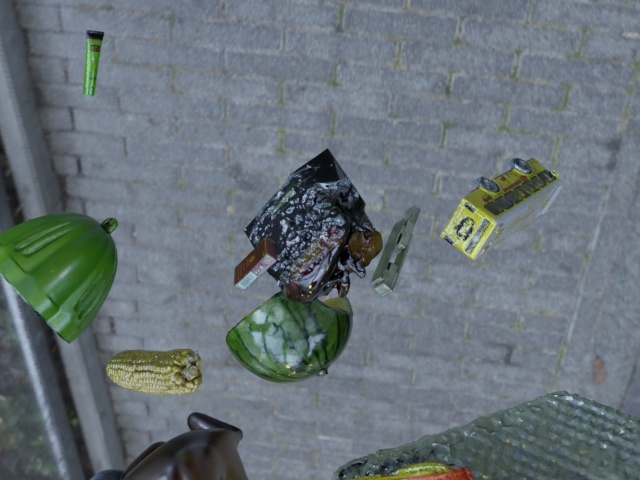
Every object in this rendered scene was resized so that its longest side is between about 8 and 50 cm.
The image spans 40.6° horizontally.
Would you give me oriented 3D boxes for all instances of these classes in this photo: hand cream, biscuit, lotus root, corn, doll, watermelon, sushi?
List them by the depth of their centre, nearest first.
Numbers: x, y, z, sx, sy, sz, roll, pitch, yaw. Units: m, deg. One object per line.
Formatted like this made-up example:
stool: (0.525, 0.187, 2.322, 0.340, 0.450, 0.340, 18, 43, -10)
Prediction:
biscuit: (0.142, 0.183, 0.572, 0.249, 0.147, 0.046, -16, 146, -10)
doll: (-0.229, 0.400, 1.161, 0.339, 0.318, 0.209, -32, 119, -5)
lotus root: (-0.351, 0.025, 1.212, 0.186, 0.186, 0.186, 3, 124, 5)
hand cream: (-0.435, -0.337, 1.646, 0.036, 0.023, 0.122, -3, 109, -40)
sushi: (-0.001, 0.000, 1.657, 0.227, 0.212, 0.215, -35, 143, 4)
corn: (-0.354, 0.272, 1.814, 0.291, 0.101, 0.101, -5, 128, 42)
watermelon: (-0.061, 0.253, 2.106, 0.330, 0.189, 0.331, -21, 152, -12)

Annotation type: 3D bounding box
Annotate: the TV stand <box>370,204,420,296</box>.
TV stand: (0.170, 0.014, 1.914, 0.042, 0.249, 0.036, 37, 141, -15)

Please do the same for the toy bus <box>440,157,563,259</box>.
toy bus: (0.249, -0.051, 1.179, 0.074, 0.226, 0.081, 40, 125, 20)

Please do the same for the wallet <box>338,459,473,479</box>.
wallet: (-0.022, 0.207, 0.479, 0.241, 0.067, 0.141, -8, 81, -6)

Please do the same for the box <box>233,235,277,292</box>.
box: (-0.103, 0.038, 1.374, 0.023, 0.051, 0.082, 36, 114, -25)
